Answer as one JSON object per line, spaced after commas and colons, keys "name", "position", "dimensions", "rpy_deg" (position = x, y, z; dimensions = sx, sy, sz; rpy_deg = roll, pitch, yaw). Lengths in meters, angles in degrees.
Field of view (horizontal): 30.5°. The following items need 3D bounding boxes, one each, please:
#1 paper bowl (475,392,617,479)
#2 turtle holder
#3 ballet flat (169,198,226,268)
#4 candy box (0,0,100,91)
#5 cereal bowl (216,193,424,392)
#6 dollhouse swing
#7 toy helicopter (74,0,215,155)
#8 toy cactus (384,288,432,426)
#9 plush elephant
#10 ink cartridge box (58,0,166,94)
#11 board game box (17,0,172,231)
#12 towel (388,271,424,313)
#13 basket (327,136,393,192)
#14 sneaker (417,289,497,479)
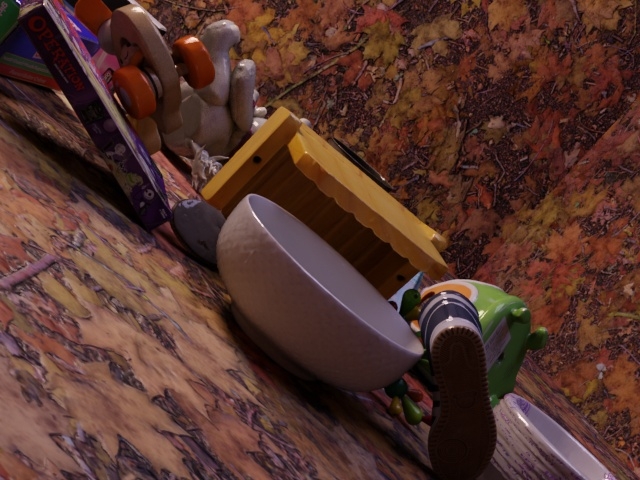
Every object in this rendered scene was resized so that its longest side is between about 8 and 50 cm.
{"name": "paper bowl", "position": [0.359, 0.389, 1.874], "dimensions": [0.284, 0.148, 0.284], "rpy_deg": [41, 9, -7]}
{"name": "turtle holder", "position": [0.301, 0.198, 2.318], "dimensions": [0.227, 0.243, 0.320], "rpy_deg": [27, 8, 31]}
{"name": "ballet flat", "position": [-0.151, 0.009, 1.795], "dimensions": [0.058, 0.084, 0.250], "rpy_deg": [4, -20, 41]}
{"name": "candy box", "position": [-0.539, -0.395, 1.873], "dimensions": [0.317, 0.122, 0.268], "rpy_deg": [43, 8, 11]}
{"name": "cereal bowl", "position": [-0.020, 0.095, 1.653], "dimensions": [0.339, 0.141, 0.339], "rpy_deg": [40, 8, -7]}
{"name": "dollhouse swing", "position": [0.000, 0.000, 1.916], "dimensions": [0.347, 0.315, 0.305], "rpy_deg": [39, 24, -16]}
{"name": "toy helicopter", "position": [-0.302, -0.256, 1.918], "dimensions": [0.235, 0.140, 0.355], "rpy_deg": [52, -23, 16]}
{"name": "toy cactus", "position": [0.114, 0.187, 1.847], "dimensions": [0.180, 0.219, 0.112], "rpy_deg": [0, 18, 27]}
{"name": "plush elephant", "position": [-0.173, -0.230, 2.295], "dimensions": [0.255, 0.272, 0.330], "rpy_deg": [10, 59, -50]}
{"name": "ink cartridge box", "position": [-0.493, -0.463, 2.271], "dimensions": [0.371, 0.176, 0.069], "rpy_deg": [42, 8, 2]}
{"name": "board game box", "position": [-0.322, -0.195, 1.687], "dimensions": [0.347, 0.056, 0.208], "rpy_deg": [61, -5, -24]}
{"name": "towel", "position": [0.048, 0.005, 2.226], "dimensions": [0.370, 0.271, 0.040], "rpy_deg": [39, -35, -20]}
{"name": "basket", "position": [0.015, -0.077, 2.450], "dimensions": [0.154, 0.227, 0.204], "rpy_deg": [46, 10, 28]}
{"name": "sneaker", "position": [0.197, 0.208, 1.721], "dimensions": [0.153, 0.099, 0.282], "rpy_deg": [-95, 180, -62]}
